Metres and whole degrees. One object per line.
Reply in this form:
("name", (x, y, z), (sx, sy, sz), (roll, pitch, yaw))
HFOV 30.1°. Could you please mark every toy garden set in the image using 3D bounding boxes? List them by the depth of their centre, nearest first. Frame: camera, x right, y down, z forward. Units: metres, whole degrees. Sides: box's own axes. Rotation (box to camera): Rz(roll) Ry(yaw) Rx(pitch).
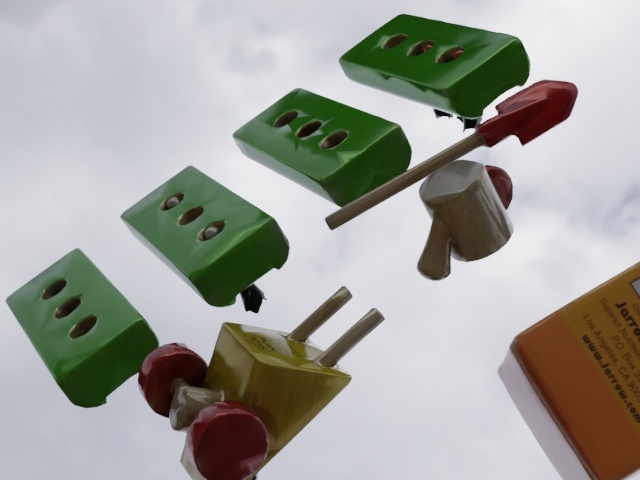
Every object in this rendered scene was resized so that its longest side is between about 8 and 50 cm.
("toy garden set", (0.000, 0.000, 0.506), (0.049, 0.244, 0.204), (59, -13, -27))

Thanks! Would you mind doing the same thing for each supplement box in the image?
("supplement box", (0.197, 0.024, 0.525), (0.233, 0.078, 0.080), (-31, -106, -5))
